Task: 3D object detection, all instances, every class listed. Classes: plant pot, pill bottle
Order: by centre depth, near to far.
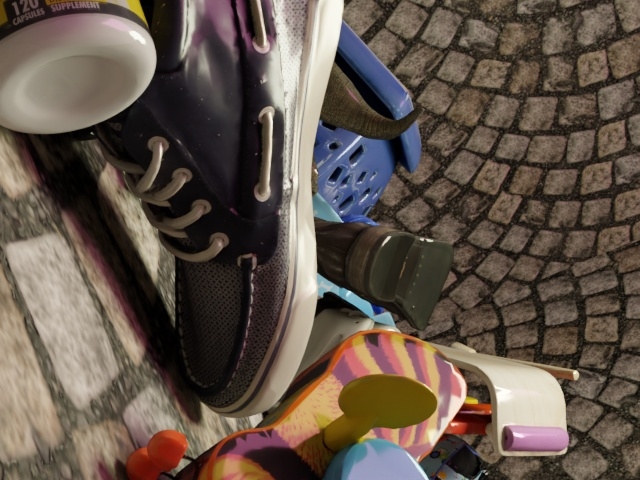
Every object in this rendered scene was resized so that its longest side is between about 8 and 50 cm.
[{"bbox_3d":[-0.167,-0.161,0.668,0.103,0.103,0.184,56,11,-68],"label":"pill bottle"},{"bbox_3d":[-0.002,-0.155,1.553,0.236,0.212,0.236,51,-3,22],"label":"plant pot"}]

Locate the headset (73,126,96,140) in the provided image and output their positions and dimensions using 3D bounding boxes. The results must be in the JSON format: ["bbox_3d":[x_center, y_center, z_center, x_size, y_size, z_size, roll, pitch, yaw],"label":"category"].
[{"bbox_3d":[-0.157,-0.276,0.789,0.185,0.243,0.394,-57,146,-55],"label":"headset"}]

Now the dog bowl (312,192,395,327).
[{"bbox_3d":[-0.010,0.038,1.407,0.166,0.074,0.297,35,-21,44],"label":"dog bowl"}]

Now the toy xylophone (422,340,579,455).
[{"bbox_3d":[0.142,0.160,1.273,0.323,0.236,0.081,10,-89,55],"label":"toy xylophone"}]

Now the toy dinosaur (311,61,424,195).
[{"bbox_3d":[-0.072,-0.112,0.939,0.121,0.314,0.160,18,68,-50],"label":"toy dinosaur"}]

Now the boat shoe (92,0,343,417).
[{"bbox_3d":[-0.088,-0.039,0.774,0.158,0.127,0.340,-4,103,-45],"label":"boat shoe"}]

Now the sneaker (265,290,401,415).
[{"bbox_3d":[0.014,0.117,1.189,0.330,0.146,0.122,-109,172,-59],"label":"sneaker"}]

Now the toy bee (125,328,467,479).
[{"bbox_3d":[-0.015,0.134,0.648,0.162,0.195,0.298,42,21,-10],"label":"toy bee"}]

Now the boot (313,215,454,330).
[{"bbox_3d":[0.000,0.000,1.166,0.229,0.091,0.263,20,-6,27],"label":"boot"}]

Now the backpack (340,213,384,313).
[{"bbox_3d":[0.060,0.028,1.515,0.120,0.098,0.101,59,-18,-25],"label":"backpack"}]

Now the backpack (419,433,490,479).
[{"bbox_3d":[0.097,0.269,1.267,0.117,0.158,0.173,32,-7,21],"label":"backpack"}]
